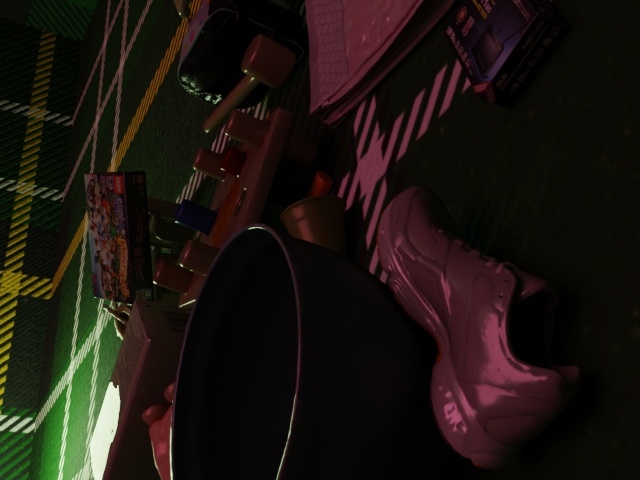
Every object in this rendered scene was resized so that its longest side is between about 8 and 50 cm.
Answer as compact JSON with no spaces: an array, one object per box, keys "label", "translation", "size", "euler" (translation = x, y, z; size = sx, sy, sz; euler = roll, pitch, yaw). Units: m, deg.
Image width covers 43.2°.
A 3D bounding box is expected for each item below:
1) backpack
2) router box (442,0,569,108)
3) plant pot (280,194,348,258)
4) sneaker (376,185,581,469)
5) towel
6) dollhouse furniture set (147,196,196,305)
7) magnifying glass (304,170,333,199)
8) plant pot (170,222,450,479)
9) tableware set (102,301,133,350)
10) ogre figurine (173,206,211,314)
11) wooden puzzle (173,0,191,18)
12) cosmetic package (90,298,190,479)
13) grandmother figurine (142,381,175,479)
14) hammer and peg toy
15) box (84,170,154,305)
[{"label":"backpack","translation":[-0.133,-0.303,1.264],"size":[0.188,0.166,0.144],"euler":[-50,35,38]},{"label":"router box","translation":[0.167,-0.195,0.748],"size":[0.092,0.038,0.122],"euler":[-58,32,34]},{"label":"plant pot","translation":[0.000,0.000,0.969],"size":[0.083,0.083,0.079],"euler":[-42,55,50]},{"label":"sneaker","translation":[0.135,0.043,0.662],"size":[0.121,0.099,0.262],"euler":[-47,46,35]},{"label":"towel","translation":[0.068,-0.355,1.012],"size":[0.317,0.053,0.332],"euler":[-40,45,52]},{"label":"dollhouse furniture set","translation":[-0.340,0.036,1.539],"size":[0.212,0.161,0.242],"euler":[-54,34,39]},{"label":"magnifying glass","translation":[-0.039,0.008,1.095],"size":[0.231,0.026,0.092],"euler":[-62,30,28]},{"label":"plant pot","translation":[0.002,0.146,0.749],"size":[0.293,0.196,0.293],"euler":[-38,46,54]},{"label":"tableware set","translation":[-0.350,0.206,1.492],"size":[0.128,0.039,0.194],"euler":[10,111,40]},{"label":"ogre figurine","translation":[-0.180,0.044,1.295],"size":[0.118,0.097,0.197],"euler":[-41,63,28]},{"label":"wooden puzzle","translation":[-0.221,-0.487,1.191],"size":[0.239,0.044,0.221],"euler":[111,139,-61]},{"label":"cosmetic package","translation":[-0.279,0.266,1.347],"size":[0.153,0.129,0.296],"euler":[48,121,58]},{"label":"grandmother figurine","translation":[-0.171,0.357,1.127],"size":[0.208,0.104,0.342],"euler":[-53,36,26]},{"label":"hammer and peg toy","translation":[-0.108,-0.081,1.131],"size":[0.266,0.127,0.361],"euler":[-26,46,65]},{"label":"box","translation":[-0.364,-0.007,1.454],"size":[0.159,0.044,0.233],"euler":[3,98,50]}]
